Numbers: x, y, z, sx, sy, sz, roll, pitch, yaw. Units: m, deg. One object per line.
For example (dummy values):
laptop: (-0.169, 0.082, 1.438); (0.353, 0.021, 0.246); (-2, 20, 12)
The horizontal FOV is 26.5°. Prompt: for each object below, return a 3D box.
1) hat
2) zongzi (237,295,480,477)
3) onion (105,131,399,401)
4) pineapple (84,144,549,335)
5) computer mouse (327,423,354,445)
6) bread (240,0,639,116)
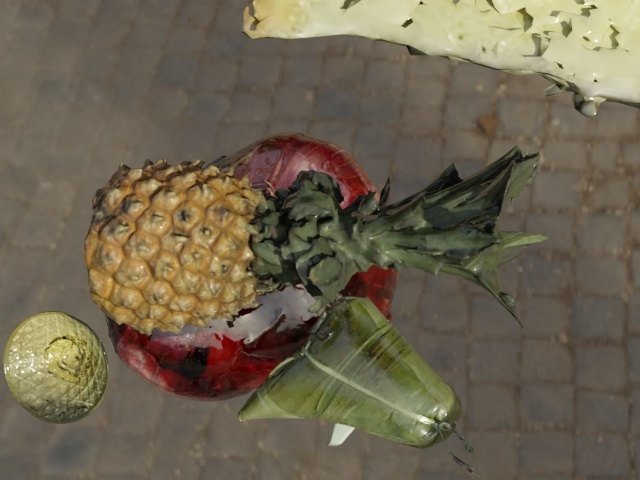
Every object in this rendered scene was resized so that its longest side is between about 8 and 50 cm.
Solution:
hat: (-0.325, 0.156, 1.740); (0.146, 0.146, 0.067); (9, 11, 14)
zongzi: (0.031, 0.131, 0.933); (0.130, 0.062, 0.154); (-47, 75, 13)
onion: (-0.061, 0.036, 1.210); (0.281, 0.281, 0.221); (-35, 81, -20)
pineapple: (0.000, 0.000, 0.844); (0.277, 0.130, 0.119); (-2, 79, 15)
computer mouse: (0.031, 0.150, 1.271); (0.032, 0.110, 0.056); (37, 28, -1)
bread: (0.063, -0.136, 0.646); (0.248, 0.315, 0.279); (9, 67, -1)
